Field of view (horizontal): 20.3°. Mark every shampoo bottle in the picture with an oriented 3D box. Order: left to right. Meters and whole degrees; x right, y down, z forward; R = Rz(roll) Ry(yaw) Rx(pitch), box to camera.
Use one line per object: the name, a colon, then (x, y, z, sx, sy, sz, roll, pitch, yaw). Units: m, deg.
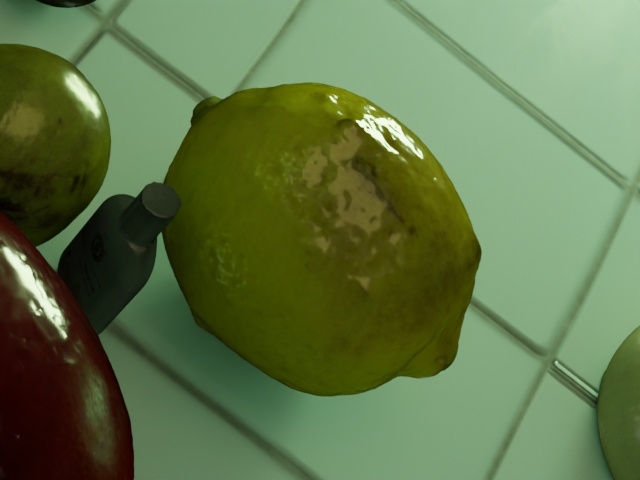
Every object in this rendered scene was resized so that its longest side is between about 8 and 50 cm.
shampoo bottle: (-0.154, 0.008, 1.354, 0.040, 0.165, 0.080, 3, 62, -30)

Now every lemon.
lemon: (0.000, 0.000, 1.415, 0.288, 0.233, 0.233, 43, 50, -5)

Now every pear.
pear: (-0.235, -0.072, 1.366, 0.149, 0.149, 0.162, 27, 48, -15)

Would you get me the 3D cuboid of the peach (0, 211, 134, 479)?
peach: (-0.294, 0.108, 1.107, 0.406, 0.335, 0.310, 38, 33, 0)

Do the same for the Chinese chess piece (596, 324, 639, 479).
Chinese chess piece: (0.372, 0.173, 1.622, 0.251, 0.097, 0.251, 15, 56, -24)

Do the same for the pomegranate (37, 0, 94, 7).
pomegranate: (-0.236, -0.253, 1.506, 0.142, 0.114, 0.114, 6, 58, -1)
